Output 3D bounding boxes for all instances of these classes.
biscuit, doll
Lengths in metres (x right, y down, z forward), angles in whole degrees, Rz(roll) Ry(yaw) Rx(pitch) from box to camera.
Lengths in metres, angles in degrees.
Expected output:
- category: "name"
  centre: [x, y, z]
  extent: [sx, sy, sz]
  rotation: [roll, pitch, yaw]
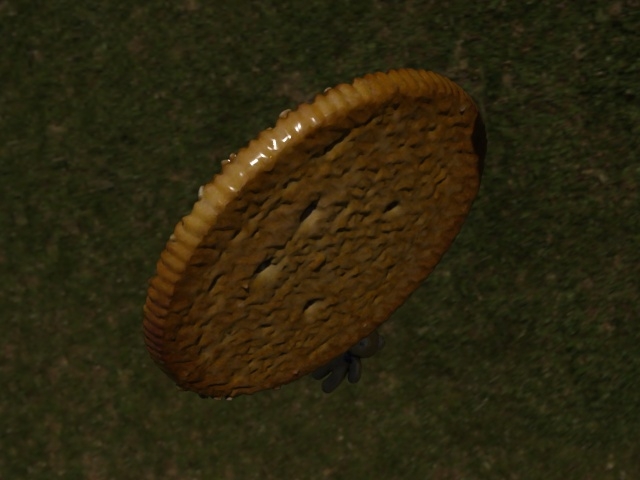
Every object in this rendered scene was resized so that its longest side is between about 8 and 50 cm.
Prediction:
- category: "biscuit"
  centre: [0.000, 0.000, 0.818]
  extent: [0.038, 0.305, 0.305]
  rotation: [47, 127, 30]
- category: "doll"
  centre: [0.033, 0.137, 1.315]
  extent: [0.061, 0.051, 0.093]
  rotation: [47, 124, 24]
